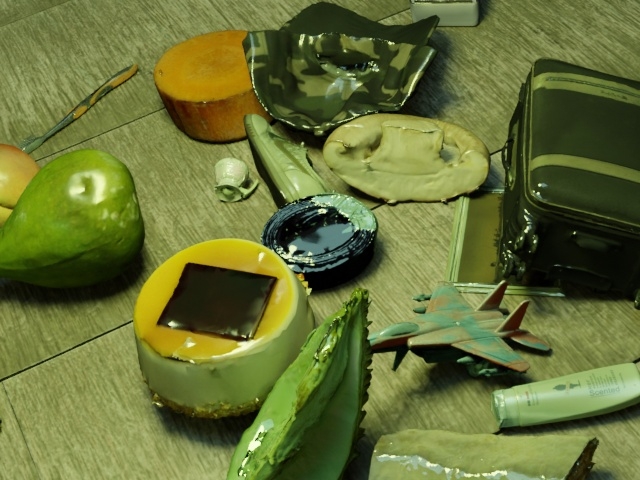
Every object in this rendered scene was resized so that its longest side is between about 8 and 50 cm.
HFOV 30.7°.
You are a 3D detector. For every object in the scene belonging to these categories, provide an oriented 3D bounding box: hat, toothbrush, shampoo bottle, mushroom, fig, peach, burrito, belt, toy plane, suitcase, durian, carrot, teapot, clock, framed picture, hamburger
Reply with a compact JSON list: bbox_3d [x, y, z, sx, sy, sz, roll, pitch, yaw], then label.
[{"bbox_3d":[0.066,-0.326,2.227,0.366,0.257,0.382,12,11,18],"label":"hat"},{"bbox_3d":[-0.480,-0.264,2.327,0.031,0.023,0.321,31,58,31],"label":"toothbrush"},{"bbox_3d":[0.350,0.222,1.657,0.213,0.049,0.072,-11,48,0],"label":"shampoo bottle"},{"bbox_3d":[0.150,-0.165,2.021,0.286,0.156,0.151,7,38,1],"label":"mushroom"},{"bbox_3d":[-0.441,-0.037,1.949,0.314,0.233,0.233,-1,45,16],"label":"fig"},{"bbox_3d":[-0.569,-0.084,2.053,0.184,0.184,0.184,-5,44,5],"label":"peach"},{"bbox_3d":[0.217,0.314,1.553,0.299,0.105,0.143,1,41,14],"label":"burrito"},{"bbox_3d":[0.000,0.000,1.915,0.199,0.078,0.151,-16,59,-7],"label":"belt"},{"bbox_3d":[0.174,0.143,1.714,0.326,0.104,0.223,-13,41,-26],"label":"toy plane"},{"bbox_3d":[0.427,-0.108,1.855,0.283,0.194,0.433,14,44,-1],"label":"suitcase"},{"bbox_3d":[-0.040,0.231,1.561,0.163,0.198,0.394,36,101,35],"label":"durian"},{"bbox_3d":[-0.189,-0.319,2.275,0.259,0.100,0.307,0,43,7],"label":"carrot"},{"bbox_3d":[-0.153,-0.104,2.082,0.083,0.064,0.064,19,52,-15],"label":"teapot"},{"bbox_3d":[0.268,-0.526,2.415,0.145,0.073,0.193,3,46,13],"label":"clock"},{"bbox_3d":[0.312,-0.007,1.923,0.197,0.014,0.252,2,45,13],"label":"framed picture"},{"bbox_3d":[-0.141,0.135,1.750,0.276,0.179,0.294,5,49,19],"label":"hamburger"}]

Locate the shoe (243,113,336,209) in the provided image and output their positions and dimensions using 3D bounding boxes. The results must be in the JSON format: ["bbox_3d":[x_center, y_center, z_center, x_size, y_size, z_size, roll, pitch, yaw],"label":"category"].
[{"bbox_3d":[-0.063,-0.139,2.070,0.098,0.103,0.274,-20,51,-12],"label":"shoe"}]
